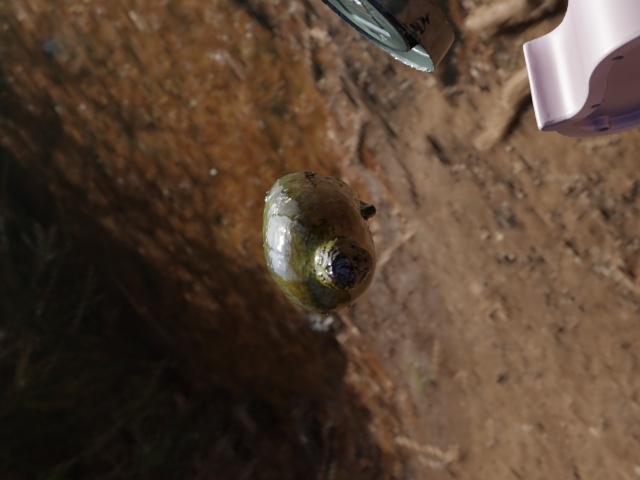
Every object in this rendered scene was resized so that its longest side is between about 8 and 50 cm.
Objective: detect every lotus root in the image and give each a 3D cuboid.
[{"bbox_3d":[0.000,0.000,1.732,0.173,0.173,0.309,56,-175,-12],"label":"lotus root"}]

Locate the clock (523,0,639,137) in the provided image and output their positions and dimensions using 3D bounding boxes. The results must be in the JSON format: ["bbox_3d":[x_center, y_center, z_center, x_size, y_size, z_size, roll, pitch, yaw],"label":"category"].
[{"bbox_3d":[0.316,-0.167,1.015,0.275,0.290,0.080,134,129,-66],"label":"clock"}]

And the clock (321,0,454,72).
[{"bbox_3d":[0.044,-0.253,1.369,0.215,0.042,0.215,39,178,1],"label":"clock"}]
